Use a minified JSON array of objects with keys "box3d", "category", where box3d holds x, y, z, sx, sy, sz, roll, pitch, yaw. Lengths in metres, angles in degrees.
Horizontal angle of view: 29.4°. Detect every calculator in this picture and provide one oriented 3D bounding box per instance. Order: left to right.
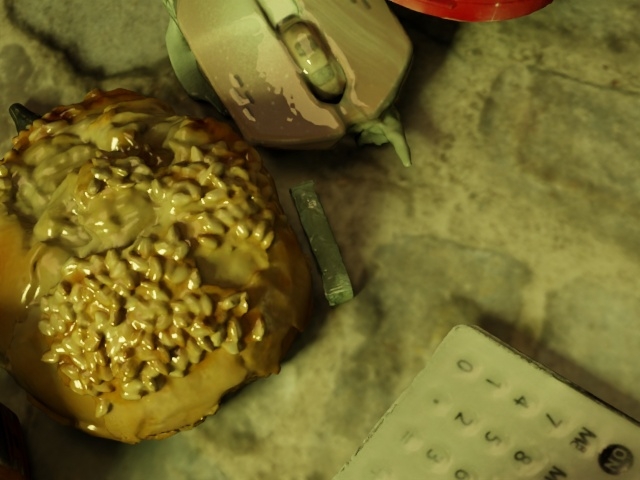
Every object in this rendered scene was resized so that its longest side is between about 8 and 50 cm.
[{"box3d":[0.145,0.169,0.769,0.262,0.021,0.161,30,70,35],"category":"calculator"}]

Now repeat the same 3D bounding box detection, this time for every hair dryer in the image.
[{"box3d":[-0.287,-0.086,1.122,0.083,0.031,0.079,-47,42,-5],"category":"hair dryer"}]

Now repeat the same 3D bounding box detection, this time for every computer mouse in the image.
[{"box3d":[-0.037,-0.188,1.042,0.199,0.115,0.389,-34,50,-1],"category":"computer mouse"}]

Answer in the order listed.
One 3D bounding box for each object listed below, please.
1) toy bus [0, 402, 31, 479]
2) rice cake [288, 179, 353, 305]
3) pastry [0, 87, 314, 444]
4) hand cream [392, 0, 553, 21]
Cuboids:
[{"box3d":[-0.410,0.232,0.892,0.409,0.092,0.093,-27,48,0],"category":"toy bus"},{"box3d":[0.000,0.000,0.947,0.022,0.021,0.121,-17,50,-4],"category":"rice cake"},{"box3d":[-0.157,0.004,0.918,0.311,0.162,0.255,27,71,35],"category":"pastry"},{"box3d":[0.118,-0.300,0.989,0.230,0.149,0.230,8,45,-8],"category":"hand cream"}]
